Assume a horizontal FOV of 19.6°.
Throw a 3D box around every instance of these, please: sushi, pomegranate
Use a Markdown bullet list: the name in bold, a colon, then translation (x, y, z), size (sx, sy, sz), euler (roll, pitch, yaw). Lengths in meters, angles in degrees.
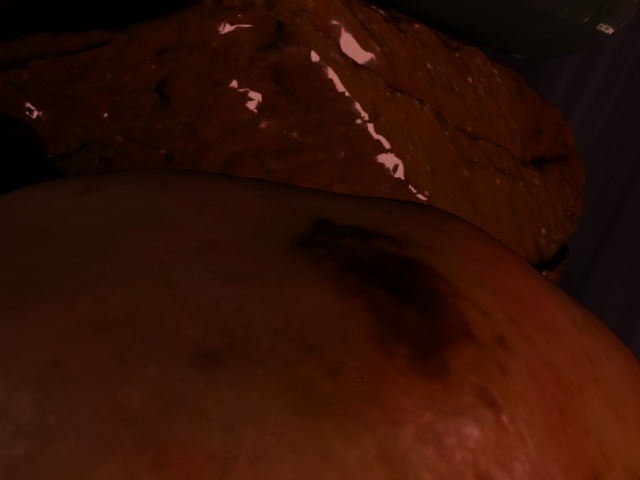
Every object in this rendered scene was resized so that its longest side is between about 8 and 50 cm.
- **sushi**: translation (0.000, -0.001, 0.644), size (0.287, 0.140, 0.149), euler (5, 66, -60)
- **pomegranate**: translation (-0.051, 0.146, 0.457), size (0.342, 0.342, 0.342), euler (-37, 139, -42)

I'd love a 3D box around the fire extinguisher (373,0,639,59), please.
- **fire extinguisher**: translation (0.014, -0.125, 0.617), size (0.114, 0.095, 0.311), euler (-43, 157, 18)
